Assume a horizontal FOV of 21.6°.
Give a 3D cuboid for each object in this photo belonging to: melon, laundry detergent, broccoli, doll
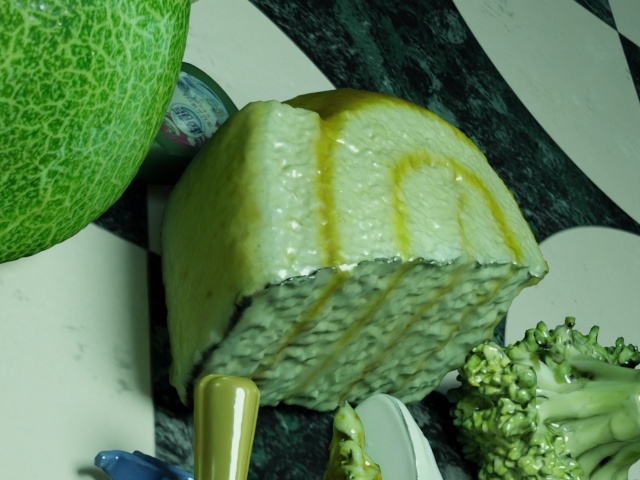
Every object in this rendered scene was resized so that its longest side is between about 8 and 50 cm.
[{"bbox_3d":[-0.225,-0.177,1.338,0.226,0.343,0.331,44,42,20],"label":"melon"},{"bbox_3d":[-0.165,-0.109,1.618,0.137,0.063,0.211,52,33,6],"label":"laundry detergent"},{"bbox_3d":[0.267,0.167,1.701,0.263,0.243,0.247,51,58,-14],"label":"broccoli"},{"bbox_3d":[-0.092,0.217,1.357,0.206,0.067,0.110,29,5,-14],"label":"doll"}]

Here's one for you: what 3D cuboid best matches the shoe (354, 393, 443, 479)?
[{"bbox_3d":[0.094,0.272,1.534,0.110,0.095,0.265,23,46,-47],"label":"shoe"}]

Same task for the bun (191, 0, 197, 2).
[{"bbox_3d":[-0.268,-0.326,1.558,0.362,0.234,0.326,2,48,-33],"label":"bun"}]

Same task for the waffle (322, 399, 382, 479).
[{"bbox_3d":[0.027,0.268,1.355,0.054,0.204,0.223,4,33,-7],"label":"waffle"}]

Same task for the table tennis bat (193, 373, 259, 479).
[{"bbox_3d":[-0.080,0.253,1.260,0.198,0.050,0.320,11,65,-18],"label":"table tennis bat"}]

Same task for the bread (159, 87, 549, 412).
[{"bbox_3d":[-0.007,-0.004,1.553,0.395,0.239,0.264,6,49,-48],"label":"bread"}]
